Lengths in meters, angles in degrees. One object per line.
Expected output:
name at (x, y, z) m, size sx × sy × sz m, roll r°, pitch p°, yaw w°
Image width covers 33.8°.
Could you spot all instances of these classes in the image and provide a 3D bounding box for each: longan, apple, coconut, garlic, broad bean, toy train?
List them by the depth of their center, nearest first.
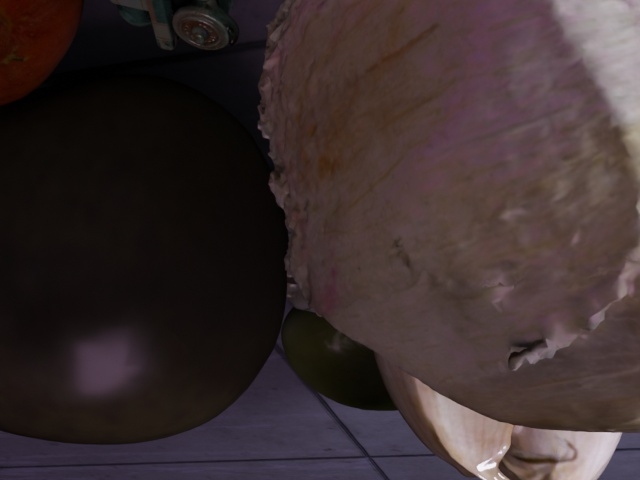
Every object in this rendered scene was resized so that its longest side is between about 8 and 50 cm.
coconut at (0.194, -0.074, 0.622) m, size 0.405 × 0.404 × 0.404 m, roll 4°, pitch 150°, yaw 2°
toy train at (-0.115, -0.211, 0.744) m, size 0.125 × 0.080 × 0.194 m, roll 13°, pitch 153°, yaw 8°
apple at (-0.251, -0.179, 0.764) m, size 0.163 × 0.139 × 0.163 m, roll 14°, pitch 146°, yaw 10°
longan at (-0.205, 0.012, 0.918) m, size 0.361 × 0.361 × 0.361 m, roll 4°, pitch 150°, yaw 2°
garlic at (0.185, 0.088, 0.992) m, size 0.249 × 0.313 × 0.286 m, roll 17°, pitch -167°, yaw 23°
broad bean at (0.099, 0.124, 1.229) m, size 0.291 × 0.119 × 0.238 m, roll 2°, pitch 150°, yaw 7°

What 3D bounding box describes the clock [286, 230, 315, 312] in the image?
clock at (0.000, 0.000, 1.052) m, size 0.144 × 0.103 × 0.231 m, roll 28°, pitch 143°, yaw -19°
